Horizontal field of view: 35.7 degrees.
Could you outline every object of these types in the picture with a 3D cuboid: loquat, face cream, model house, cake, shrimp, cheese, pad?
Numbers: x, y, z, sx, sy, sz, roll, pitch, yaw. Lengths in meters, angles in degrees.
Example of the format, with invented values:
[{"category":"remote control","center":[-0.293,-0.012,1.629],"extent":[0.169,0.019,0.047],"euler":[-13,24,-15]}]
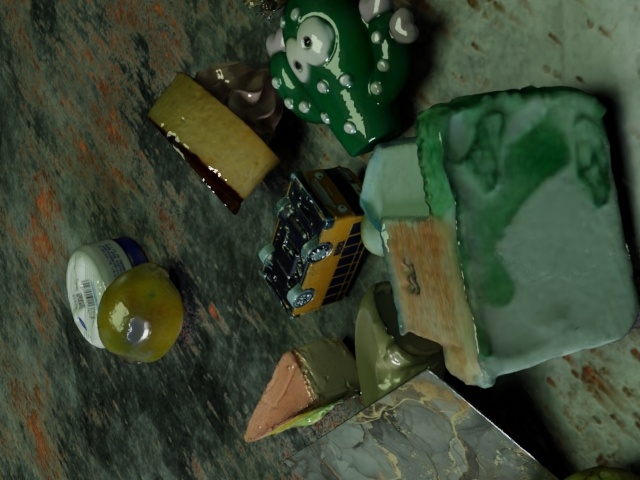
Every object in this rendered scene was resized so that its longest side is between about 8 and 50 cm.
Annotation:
[{"category":"loquat","center":[-0.318,0.128,1.765],"extent":[0.152,0.152,0.195],"euler":[26,105,48]},{"category":"face cream","center":[-0.408,0.102,1.919],"extent":[0.206,0.111,0.206],"euler":[25,122,49]},{"category":"model house","center":[0.151,-0.018,1.072],"extent":[0.325,0.194,0.267],"euler":[-175,73,-68]},{"category":"cake","center":[-0.123,-0.164,1.408],"extent":[0.208,0.178,0.185],"euler":[53,175,-22]},{"category":"shrimp","center":[-0.033,-0.344,1.310],"extent":[0.082,0.076,0.174],"euler":[40,144,-18]},{"category":"cheese","center":[0.097,0.152,1.209],"extent":[0.175,0.091,0.202],"euler":[-107,14,-56]},{"category":"pad","center":[0.124,0.293,1.205],"extent":[0.247,0.007,0.367],"euler":[40,141,-6]},{"category":"cake","center":[-0.031,0.216,1.424],"extent":[0.225,0.109,0.090],"euler":[-44,65,50]}]

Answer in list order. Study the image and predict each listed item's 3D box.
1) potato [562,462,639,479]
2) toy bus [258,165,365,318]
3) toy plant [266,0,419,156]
[{"category":"potato","center":[0.270,0.308,1.038],"extent":[0.117,0.090,0.225],"euler":[25,136,1]},{"category":"toy bus","center":[0.000,0.000,1.309],"extent":[0.098,0.114,0.201],"euler":[55,145,30]},{"category":"toy plant","center":[0.021,-0.227,1.210],"extent":[0.243,0.112,0.232],"euler":[49,138,26]}]
